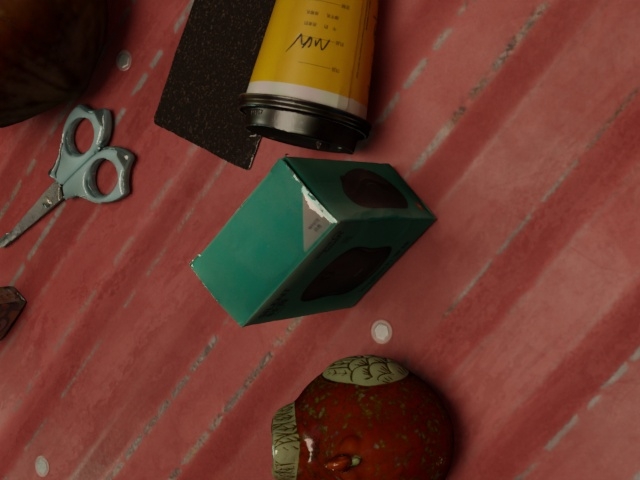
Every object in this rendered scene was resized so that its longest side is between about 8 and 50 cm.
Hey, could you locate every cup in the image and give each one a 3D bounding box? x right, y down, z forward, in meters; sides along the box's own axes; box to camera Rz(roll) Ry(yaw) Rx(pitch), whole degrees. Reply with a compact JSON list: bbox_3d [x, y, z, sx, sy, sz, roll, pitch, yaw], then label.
[{"bbox_3d":[-0.005,-0.268,1.475,0.196,0.196,0.280,10,88,30],"label":"cup"}]

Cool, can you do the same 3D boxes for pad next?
[{"bbox_3d":[-0.140,-0.303,1.651,0.220,0.004,0.330,28,104,27],"label":"pad"}]

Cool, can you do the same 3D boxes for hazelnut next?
[{"bbox_3d":[-0.543,-0.370,1.704,0.409,0.359,0.359,-47,68,31],"label":"hazelnut"}]

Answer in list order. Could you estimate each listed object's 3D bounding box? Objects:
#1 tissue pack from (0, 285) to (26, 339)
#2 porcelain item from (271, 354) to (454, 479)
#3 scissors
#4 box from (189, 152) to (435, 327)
[{"bbox_3d":[-0.617,0.140,1.852,0.060,0.148,0.109,44,111,18],"label":"tissue pack"},{"bbox_3d":[0.050,0.281,1.409,0.253,0.253,0.253,0,90,31],"label":"porcelain item"},{"bbox_3d":[-0.469,-0.087,1.832,0.360,0.029,0.191,-37,73,25],"label":"scissors"},{"bbox_3d":[0.000,0.000,1.389,0.118,0.311,0.205,48,112,20],"label":"box"}]
